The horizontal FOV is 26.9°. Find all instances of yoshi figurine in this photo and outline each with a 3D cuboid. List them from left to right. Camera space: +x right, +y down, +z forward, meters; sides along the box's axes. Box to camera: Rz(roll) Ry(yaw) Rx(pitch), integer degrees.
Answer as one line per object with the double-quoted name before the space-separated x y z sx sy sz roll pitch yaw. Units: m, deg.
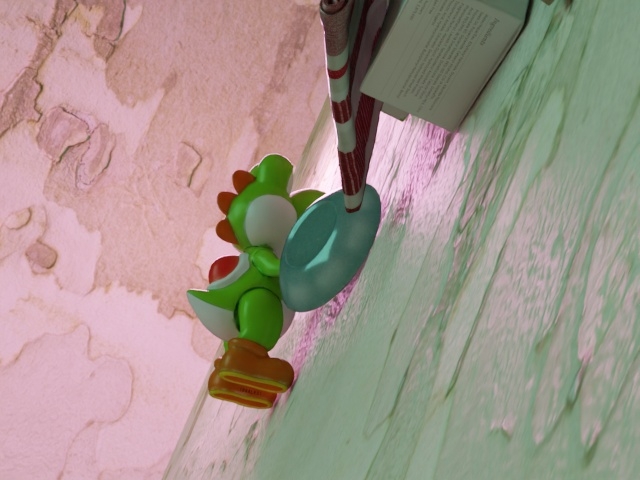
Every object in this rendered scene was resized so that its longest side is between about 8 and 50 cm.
"yoshi figurine" -0.049 0.055 1.922 0.203 0.204 0.362 43 -131 -55

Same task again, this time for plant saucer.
"plant saucer" 0.000 0.000 1.741 0.195 0.037 0.195 -38 33 30

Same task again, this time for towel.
"towel" 0.048 -0.219 1.521 0.329 0.037 0.237 81 -162 -52

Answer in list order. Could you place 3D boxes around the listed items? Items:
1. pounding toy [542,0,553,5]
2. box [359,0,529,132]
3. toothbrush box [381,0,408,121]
"pounding toy" 0.185 -0.276 1.217 0.100 0.130 0.141 -49 13 26
"box" 0.142 -0.249 1.439 0.182 0.119 0.181 120 172 -48
"toothbrush box" 0.133 -0.342 1.914 0.206 0.122 0.283 -59 7 42
